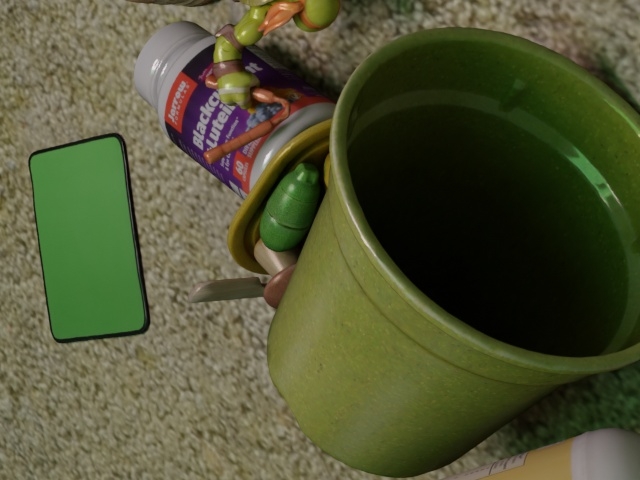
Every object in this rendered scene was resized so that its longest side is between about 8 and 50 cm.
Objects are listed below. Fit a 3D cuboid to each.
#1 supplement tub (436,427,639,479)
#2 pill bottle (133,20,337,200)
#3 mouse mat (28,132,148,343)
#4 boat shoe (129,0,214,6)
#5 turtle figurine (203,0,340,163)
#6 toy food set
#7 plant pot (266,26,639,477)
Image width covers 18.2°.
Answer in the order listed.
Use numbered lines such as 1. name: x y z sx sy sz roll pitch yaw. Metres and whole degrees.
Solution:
1. supplement tub: 0.140 0.263 1.310 0.331 0.241 0.241 -20 80 14
2. pill bottle: -0.066 -0.104 1.640 0.193 0.108 0.108 38 121 36
3. mouse mat: -0.222 0.000 1.888 0.152 0.007 0.190 -8 88 46
4. boat shoe: -0.170 -0.364 1.711 0.121 0.110 0.341 -31 74 44
5. turtle figurine: -0.049 -0.203 1.572 0.269 0.087 0.217 -53 42 3
6. toy food set: 0.000 0.000 1.567 0.218 0.128 0.071 -57 46 36
7. plant pot: 0.089 0.035 1.419 0.276 0.276 0.254 60 144 22
